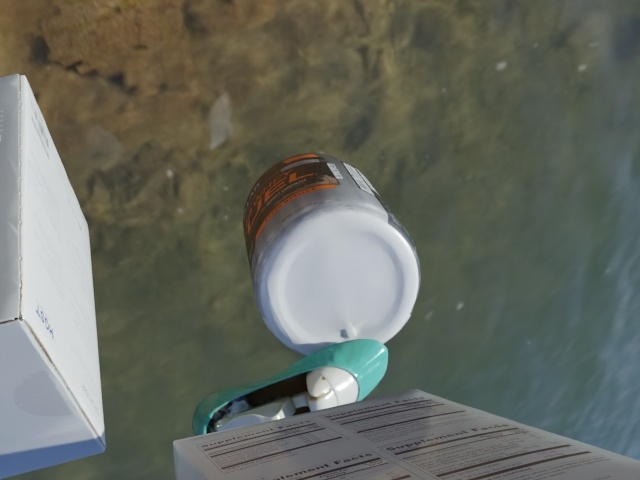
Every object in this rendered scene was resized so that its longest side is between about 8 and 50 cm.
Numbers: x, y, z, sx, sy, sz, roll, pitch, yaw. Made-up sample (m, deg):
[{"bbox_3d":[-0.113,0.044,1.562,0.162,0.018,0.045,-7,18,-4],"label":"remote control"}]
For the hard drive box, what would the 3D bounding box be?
[{"bbox_3d":[-0.230,0.024,0.547,0.089,0.232,0.181,-13,140,-8],"label":"hard drive box"}]

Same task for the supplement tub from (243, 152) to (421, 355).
[{"bbox_3d":[0.000,0.000,1.030,0.207,0.338,0.207,-3,110,-8],"label":"supplement tub"}]

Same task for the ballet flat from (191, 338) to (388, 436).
[{"bbox_3d":[-0.030,0.189,0.861,0.247,0.087,0.083,-20,107,0],"label":"ballet flat"}]

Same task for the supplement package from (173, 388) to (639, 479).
[{"bbox_3d":[0.044,0.218,0.430,0.198,0.262,0.199,-7,91,-21],"label":"supplement package"}]
